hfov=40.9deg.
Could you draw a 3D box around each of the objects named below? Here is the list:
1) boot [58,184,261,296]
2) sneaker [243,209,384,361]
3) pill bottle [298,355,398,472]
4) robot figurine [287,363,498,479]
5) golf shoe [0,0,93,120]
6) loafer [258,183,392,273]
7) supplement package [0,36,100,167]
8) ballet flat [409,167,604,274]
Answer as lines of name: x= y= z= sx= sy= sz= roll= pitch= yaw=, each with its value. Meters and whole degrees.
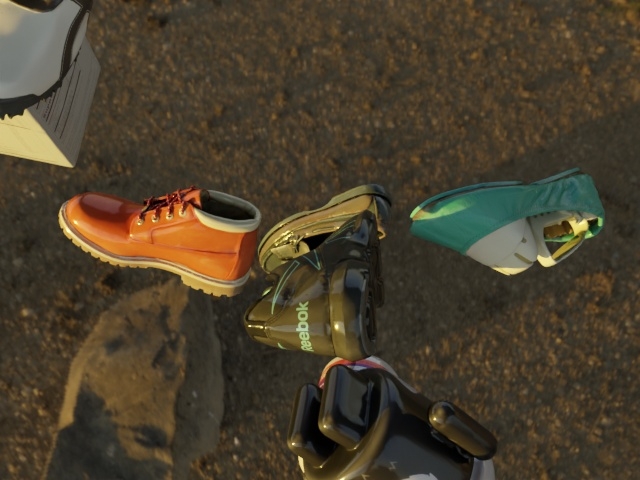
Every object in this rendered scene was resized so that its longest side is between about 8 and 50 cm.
boot: x=-0.123 y=-0.018 z=0.671 sx=0.157 sy=0.085 sz=0.059 roll=16 pitch=43 yaw=-8
sneaker: x=0.003 y=0.034 z=0.793 sx=0.106 sy=0.101 sz=0.267 roll=-6 pitch=11 yaw=9
pill bottle: x=0.060 y=0.393 z=1.770 sx=0.181 sy=0.182 sz=0.323 roll=9 pitch=33 yaw=9
robot figurine: x=0.090 y=0.271 z=1.069 sx=0.278 sy=0.209 sz=0.174 roll=37 pitch=77 yaw=-22
golf shoe: x=-0.160 y=-0.165 z=0.498 sx=0.077 sy=0.094 sz=0.198 roll=23 pitch=65 yaw=-10
loafer: x=0.000 y=0.000 z=1.376 sx=0.267 sy=0.096 sz=0.084 roll=-29 pitch=46 yaw=32
supplement package: x=-0.332 y=-0.183 z=0.899 sx=0.139 sy=0.244 sz=0.134 roll=11 pitch=79 yaw=-2
ballet flat: x=0.194 y=-0.014 z=0.821 sx=0.247 sy=0.083 sz=0.087 roll=-12 pitch=68 yaw=-38
